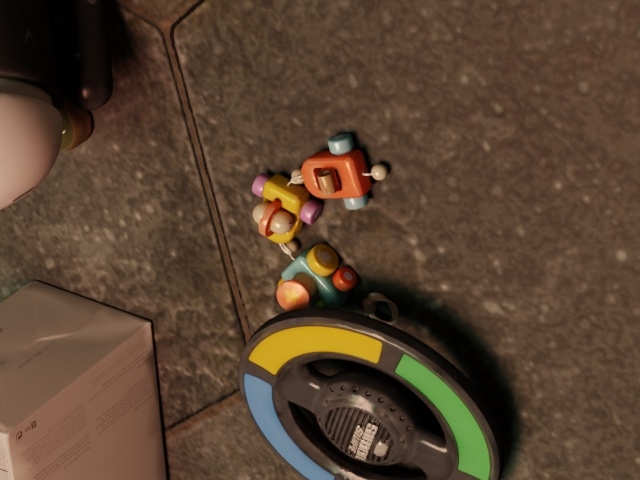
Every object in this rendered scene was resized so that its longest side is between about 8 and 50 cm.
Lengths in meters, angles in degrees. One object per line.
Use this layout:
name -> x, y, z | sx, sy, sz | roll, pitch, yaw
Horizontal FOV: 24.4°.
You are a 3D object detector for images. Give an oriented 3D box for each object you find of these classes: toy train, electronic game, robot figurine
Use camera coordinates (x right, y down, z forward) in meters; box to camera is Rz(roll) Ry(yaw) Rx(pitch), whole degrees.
toy train -> 0.000, 0.000, 1.147 | 0.125, 0.046, 0.166 | 5, 120, 35
electronic game -> 0.037, 0.144, 1.184 | 0.229, 0.048, 0.229 | 18, 136, 18
robot figurine -> -0.290, -0.153, 1.138 | 0.209, 0.173, 0.278 | -15, 76, 23

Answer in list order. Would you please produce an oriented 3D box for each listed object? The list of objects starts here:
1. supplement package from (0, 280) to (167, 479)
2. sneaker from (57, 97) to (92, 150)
supplement package -> -0.261, 0.183, 1.353 | 0.149, 0.194, 0.203 | 17, 126, 29
sneaker -> -0.292, -0.128, 1.255 | 0.192, 0.086, 0.064 | 38, 133, 11
